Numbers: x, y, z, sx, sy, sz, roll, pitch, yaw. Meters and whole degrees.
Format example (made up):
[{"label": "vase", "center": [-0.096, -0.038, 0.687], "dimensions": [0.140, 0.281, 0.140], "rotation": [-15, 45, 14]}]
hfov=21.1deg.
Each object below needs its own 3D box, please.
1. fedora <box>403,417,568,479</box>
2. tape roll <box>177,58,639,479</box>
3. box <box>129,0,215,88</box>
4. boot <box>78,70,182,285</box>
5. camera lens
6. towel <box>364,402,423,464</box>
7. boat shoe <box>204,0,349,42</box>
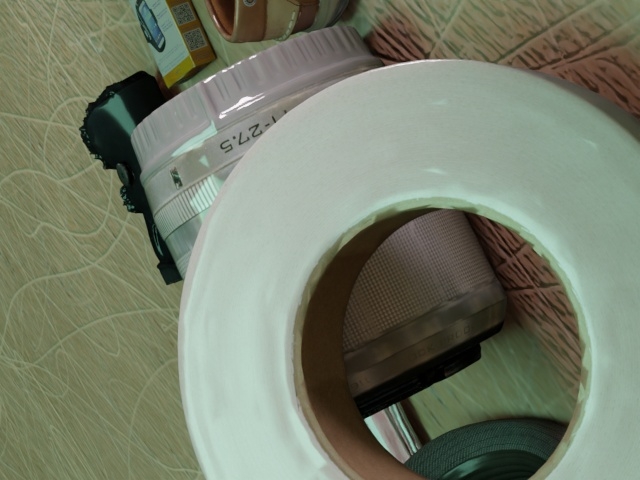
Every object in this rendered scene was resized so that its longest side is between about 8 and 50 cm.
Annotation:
[{"label": "fedora", "center": [0.143, 0.267, 1.352], "dimensions": [0.124, 0.243, 0.275], "rotation": [42, 157, -21]}, {"label": "tape roll", "center": [0.087, 0.076, 1.132], "dimensions": [0.392, 0.072, 0.392], "rotation": [2, 94, 26]}, {"label": "box", "center": [-0.151, -0.221, 1.649], "dimensions": [0.081, 0.028, 0.136], "rotation": [-24, 89, 64]}, {"label": "boot", "center": [-0.150, -0.068, 1.699], "dimensions": [0.207, 0.094, 0.246], "rotation": [63, 160, -3]}, {"label": "camera lens", "center": [0.000, 0.000, 1.334], "dimensions": [0.274, 0.219, 0.219], "rotation": [64, 154, 4]}, {"label": "towel", "center": [0.019, 0.213, 1.610], "dimensions": [0.197, 0.029, 0.144], "rotation": [-31, 85, 37]}, {"label": "boat shoe", "center": [-0.087, -0.305, 1.351], "dimensions": [0.324, 0.116, 0.123], "rotation": [65, 154, 0]}]
